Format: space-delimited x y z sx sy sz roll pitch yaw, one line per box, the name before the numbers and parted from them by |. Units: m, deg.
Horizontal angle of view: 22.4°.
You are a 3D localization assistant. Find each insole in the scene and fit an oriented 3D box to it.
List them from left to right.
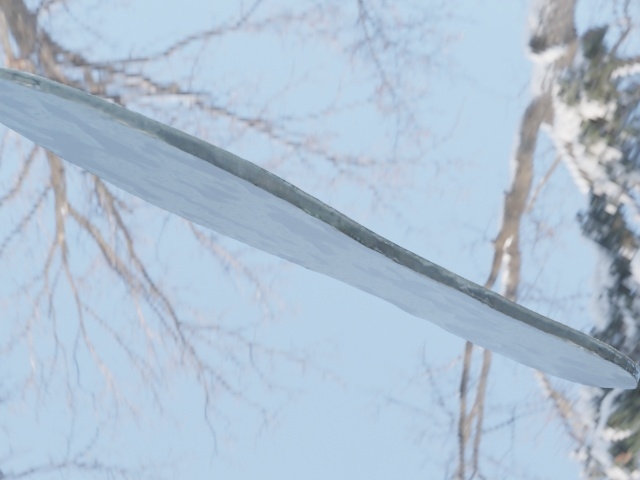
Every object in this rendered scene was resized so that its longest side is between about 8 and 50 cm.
insole | 0.000 0.000 0.390 0.193 0.065 0.006 25 -103 -25
